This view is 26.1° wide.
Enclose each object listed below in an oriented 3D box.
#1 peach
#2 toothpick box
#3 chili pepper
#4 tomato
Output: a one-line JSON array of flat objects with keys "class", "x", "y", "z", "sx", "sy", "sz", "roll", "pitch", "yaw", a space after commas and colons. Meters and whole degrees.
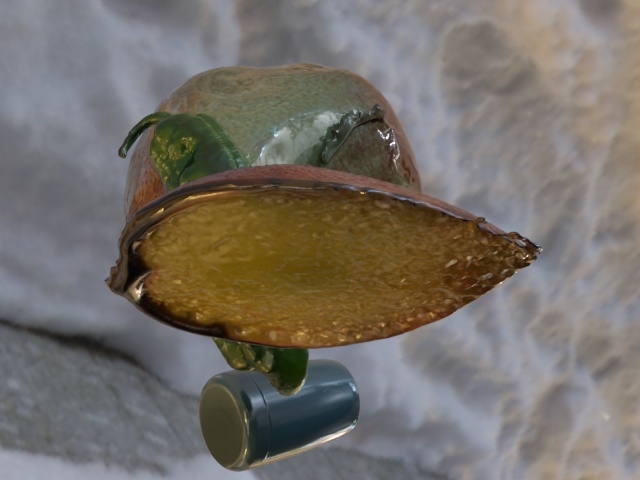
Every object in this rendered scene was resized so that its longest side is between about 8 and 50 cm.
[{"class": "peach", "x": -0.001, "y": -0.003, "z": 0.854, "sx": 0.279, "sy": 0.068, "sz": 0.189, "roll": -6, "pitch": 150, "yaw": 18}, {"class": "toothpick box", "x": -0.045, "y": 0.207, "z": 1.690, "sx": 0.184, "sy": 0.120, "sz": 0.120, "roll": -8, "pitch": 136, "yaw": -36}, {"class": "chili pepper", "x": -0.071, "y": -0.003, "z": 1.045, "sx": 0.074, "sy": 0.257, "sz": 0.100, "roll": 3, "pitch": 145, "yaw": -41}, {"class": "tomato", "x": -0.046, "y": -0.050, "z": 1.368, "sx": 0.303, "sy": 0.303, "sz": 0.239, "roll": -21, "pitch": 129, "yaw": -26}]
